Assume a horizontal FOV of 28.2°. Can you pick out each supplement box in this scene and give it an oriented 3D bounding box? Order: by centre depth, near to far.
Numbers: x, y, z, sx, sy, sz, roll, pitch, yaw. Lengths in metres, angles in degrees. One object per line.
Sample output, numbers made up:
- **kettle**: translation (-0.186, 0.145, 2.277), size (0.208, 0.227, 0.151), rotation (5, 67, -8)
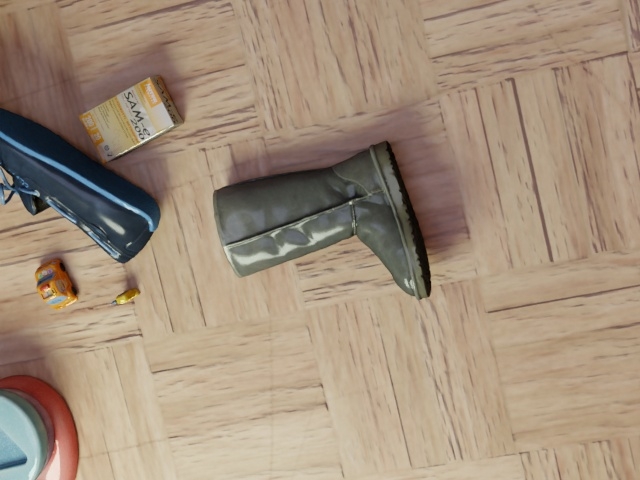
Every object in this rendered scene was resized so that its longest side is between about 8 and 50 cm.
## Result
- **supplement box**: translation (-0.211, -0.135, 1.422), size (0.098, 0.036, 0.062), rotation (-27, 93, 17)

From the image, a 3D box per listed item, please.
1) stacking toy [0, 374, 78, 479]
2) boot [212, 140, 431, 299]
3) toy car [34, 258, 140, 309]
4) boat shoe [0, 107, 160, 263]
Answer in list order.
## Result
- **stacking toy**: translation (-0.456, 0.288, 1.507), size (0.309, 0.130, 0.279), rotation (5, 100, 14)
- **boot**: translation (0.001, 0.001, 1.371), size (0.208, 0.076, 0.190), rotation (-19, 80, 10)
- **toy car**: translation (-0.275, 0.049, 1.467), size (0.122, 0.040, 0.060), rotation (-7, 97, 16)
- **boat shoe**: translation (-0.308, -0.061, 1.425), size (0.258, 0.109, 0.089), rotation (34, 109, 9)
